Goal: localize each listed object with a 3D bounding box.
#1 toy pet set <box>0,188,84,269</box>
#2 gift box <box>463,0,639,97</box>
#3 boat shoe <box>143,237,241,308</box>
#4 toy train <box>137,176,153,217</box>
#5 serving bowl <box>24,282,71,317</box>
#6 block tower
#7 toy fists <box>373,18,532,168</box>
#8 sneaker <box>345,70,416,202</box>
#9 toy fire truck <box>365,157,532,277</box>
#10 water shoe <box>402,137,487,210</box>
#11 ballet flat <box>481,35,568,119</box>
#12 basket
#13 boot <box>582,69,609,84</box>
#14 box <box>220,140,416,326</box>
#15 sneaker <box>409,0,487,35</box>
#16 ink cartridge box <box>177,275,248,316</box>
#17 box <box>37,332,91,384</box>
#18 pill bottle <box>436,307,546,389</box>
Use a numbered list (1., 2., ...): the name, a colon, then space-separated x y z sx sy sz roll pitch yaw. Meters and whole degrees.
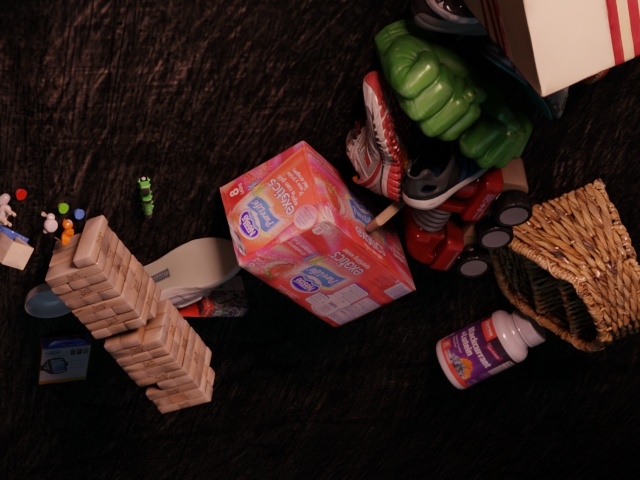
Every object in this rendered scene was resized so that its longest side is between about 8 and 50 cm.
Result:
1. toy pet set: -0.412 -0.020 1.685 0.122 0.065 0.114 24 96 -51
2. gift box: 0.245 -0.325 1.239 0.276 0.255 0.258 -27 134 -6
3. boat shoe: -0.210 0.060 1.881 0.227 0.079 0.081 -21 156 18
4. toy train: -0.245 -0.060 1.712 0.017 0.024 0.083 -11 148 -9
5. serving bowl: -0.413 0.086 1.862 0.083 0.027 0.083 -12 149 -7
6. block tower: -0.280 0.117 1.808 0.097 0.091 0.335 -17 129 19
7. toy fists: 0.184 -0.185 1.601 0.096 0.142 0.279 -33 146 25
8. sneaker: 0.073 -0.140 1.664 0.092 0.088 0.225 15 143 18
9. toy fire truck: 0.172 -0.040 1.844 0.246 0.159 0.217 9 143 -17
10. water shoe: 0.190 -0.121 1.705 0.203 0.073 0.080 -45 148 -34
11. ballet flat: 0.296 -0.235 1.654 0.079 0.077 0.221 -47 142 10
12. basket: 0.422 0.078 2.069 0.223 0.214 0.299 -20 149 5
13. boot: 0.410 -0.272 1.656 0.084 0.059 0.158 -7 147 -26
14. box: 0.000 0.000 1.810 0.154 0.142 0.300 -28 147 18
15. sneaker: 0.232 -0.303 1.501 0.271 0.100 0.108 -5 172 -25
16. ink cartridge box: -0.177 0.090 1.946 0.115 0.063 0.029 1 146 -27
17. box: -0.429 0.194 2.030 0.081 0.028 0.136 -4 145 -20
18. pill bottle: 0.328 0.199 2.322 0.193 0.108 0.108 -30 147 21
